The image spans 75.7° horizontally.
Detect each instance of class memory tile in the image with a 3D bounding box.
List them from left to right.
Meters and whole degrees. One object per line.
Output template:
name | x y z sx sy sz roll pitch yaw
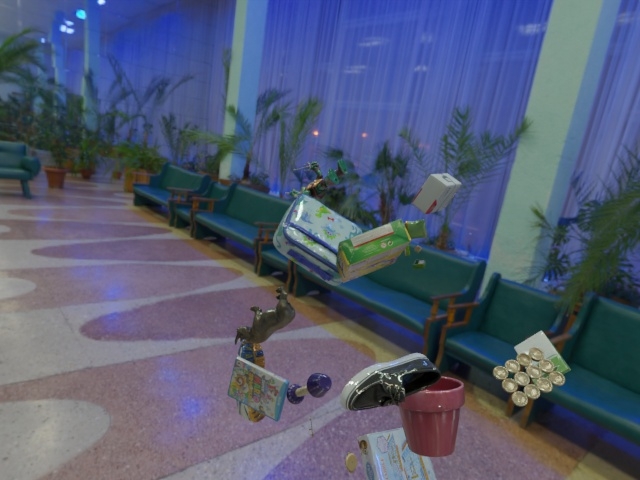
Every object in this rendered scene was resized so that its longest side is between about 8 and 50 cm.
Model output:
memory tile | 0.531 0.347 1.054 0.147 0.012 0.113 -26 48 -4

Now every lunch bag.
lunch bag | 0.000 0.000 1.038 0.218 0.090 0.176 34 47 -11

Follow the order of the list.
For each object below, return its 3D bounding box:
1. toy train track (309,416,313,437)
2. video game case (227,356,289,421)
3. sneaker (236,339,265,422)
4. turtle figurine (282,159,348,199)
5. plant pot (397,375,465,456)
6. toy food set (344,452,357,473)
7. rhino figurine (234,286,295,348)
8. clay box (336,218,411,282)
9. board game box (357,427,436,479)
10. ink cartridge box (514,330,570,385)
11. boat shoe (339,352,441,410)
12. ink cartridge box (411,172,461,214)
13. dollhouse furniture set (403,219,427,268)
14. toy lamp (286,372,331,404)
toy train track | -0.041 0.789 1.734 0.014 0.084 0.048 -6 -1 -12
video game case | -0.171 0.401 1.116 0.166 0.119 0.015 19 12 20
sneaker | -0.275 0.500 1.489 0.130 0.297 0.111 -11 -10 42
turtle figurine | -0.020 -0.203 1.451 0.234 0.175 0.118 -17 -48 41
plant pot | 0.307 0.494 1.165 0.201 0.181 0.201 -3 -5 0
toy food set | 0.150 1.082 2.009 0.020 0.083 0.083 -22 23 45
rhino figurine | -0.176 0.251 1.253 0.073 0.243 0.106 28 28 -58
clay box | 0.099 0.031 0.848 0.127 0.053 0.222 -21 -13 -6
board game box | 0.305 0.881 1.545 0.317 0.066 0.319 13 52 -39
ink cartridge box | 0.708 0.388 1.304 0.062 0.109 0.209 47 18 -10
boat shoe | 0.149 0.296 0.830 0.228 0.080 0.076 -8 19 -30
ink cartridge box | 0.364 -0.148 1.286 0.063 0.109 0.150 43 30 22
dollhouse furniture set | 0.306 0.011 1.328 0.076 0.152 0.058 -6 9 19
toy lamp | -0.040 0.497 1.382 0.080 0.080 0.275 3 -27 -27
